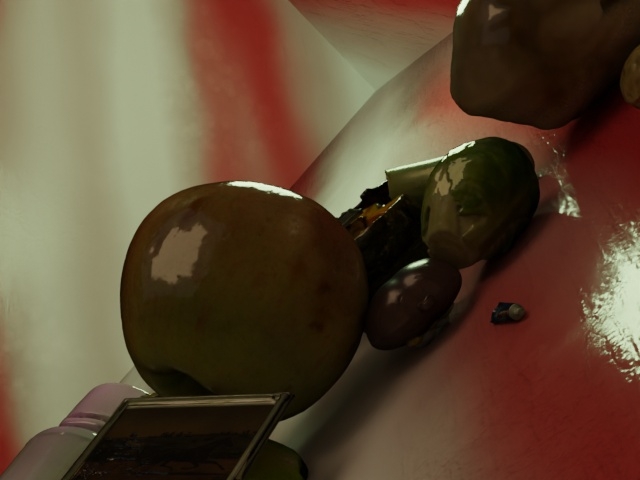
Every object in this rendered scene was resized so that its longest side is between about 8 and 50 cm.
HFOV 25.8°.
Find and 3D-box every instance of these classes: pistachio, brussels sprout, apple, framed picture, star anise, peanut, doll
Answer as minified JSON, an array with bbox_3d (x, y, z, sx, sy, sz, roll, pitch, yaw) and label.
[{"bbox_3d":[0.350,-0.341,2.077,0.365,0.281,0.445,-27,23,45],"label":"pistachio"},{"bbox_3d":[0.207,-0.052,1.831,0.181,0.143,0.161,-50,-6,-43],"label":"brussels sprout"},{"bbox_3d":[-0.104,0.097,1.843,0.338,0.338,0.305,-36,29,47],"label":"apple"},{"bbox_3d":[-0.176,0.239,1.631,0.252,0.014,0.197,-6,29,28],"label":"framed picture"},{"bbox_3d":[0.000,0.000,2.146,0.149,0.011,0.109,-40,5,-4],"label":"framed picture"},{"bbox_3d":[0.157,-0.056,2.292,0.272,0.103,0.272,-22,-9,-3],"label":"star anise"},{"bbox_3d":[0.429,-0.204,1.681,0.103,0.098,0.229,-18,5,-2],"label":"peanut"},{"bbox_3d":[0.124,0.081,1.806,0.145,0.096,0.188,-37,0,13],"label":"doll"}]

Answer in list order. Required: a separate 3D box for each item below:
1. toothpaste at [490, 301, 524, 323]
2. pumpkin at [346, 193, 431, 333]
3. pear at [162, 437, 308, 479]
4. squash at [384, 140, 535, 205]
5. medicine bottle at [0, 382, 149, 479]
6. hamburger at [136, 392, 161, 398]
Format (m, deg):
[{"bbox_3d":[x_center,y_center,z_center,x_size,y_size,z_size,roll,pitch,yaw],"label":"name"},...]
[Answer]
[{"bbox_3d":[0.213,0.082,1.593,0.083,0.019,0.027,166,124,-76],"label":"toothpaste"},{"bbox_3d":[0.064,0.046,2.081,0.222,0.139,0.317,-44,9,-10],"label":"pumpkin"},{"bbox_3d":[-0.210,0.358,1.721,0.399,0.165,0.399,-40,12,10],"label":"pear"},{"bbox_3d":[0.202,-0.093,2.073,0.250,0.083,0.083,-10,28,34],"label":"squash"},{"bbox_3d":[-0.349,0.382,2.091,0.241,0.241,0.302,-38,11,41],"label":"medicine bottle"},{"bbox_3d":[-0.222,0.277,1.958,0.177,0.185,0.113,-18,53,27],"label":"hamburger"}]
